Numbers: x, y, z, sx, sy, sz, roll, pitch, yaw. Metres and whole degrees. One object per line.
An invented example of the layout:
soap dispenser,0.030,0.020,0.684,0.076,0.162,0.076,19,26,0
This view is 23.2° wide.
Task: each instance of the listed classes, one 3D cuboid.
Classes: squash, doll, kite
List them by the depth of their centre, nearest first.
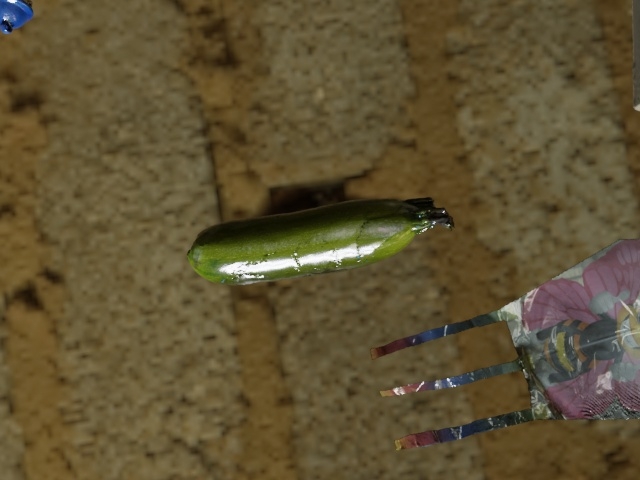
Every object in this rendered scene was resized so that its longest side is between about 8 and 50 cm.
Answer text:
doll,-0.333,-0.285,1.711,0.099,0.058,0.143,44,-136,-47
kite,0.237,0.136,1.725,0.022,0.360,0.204,9,-117,-76
squash,0.000,-0.001,1.817,0.087,0.332,0.087,-11,-90,-69

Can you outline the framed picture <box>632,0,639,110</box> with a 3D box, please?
framed picture,0.397,-0.307,1.568,0.232,0.024,0.315,-29,52,52
